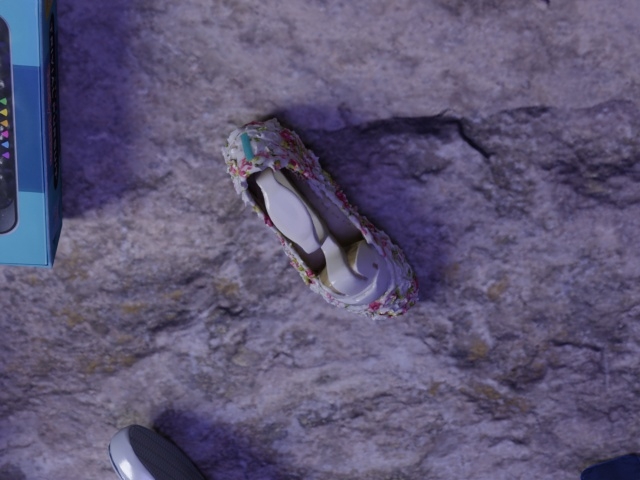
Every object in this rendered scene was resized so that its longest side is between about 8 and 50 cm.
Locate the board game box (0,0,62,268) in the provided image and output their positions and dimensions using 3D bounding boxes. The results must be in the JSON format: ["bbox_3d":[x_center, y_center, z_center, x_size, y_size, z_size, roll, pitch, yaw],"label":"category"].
[{"bbox_3d":[-0.378,-0.111,1.063,0.336,0.079,0.254,3,120,-4],"label":"board game box"}]

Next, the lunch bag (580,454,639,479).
[{"bbox_3d":[0.297,0.266,1.305,0.067,0.098,0.065,-17,123,1],"label":"lunch bag"}]

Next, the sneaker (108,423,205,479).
[{"bbox_3d":[-0.138,0.285,1.300,0.091,0.094,0.258,-30,118,9],"label":"sneaker"}]

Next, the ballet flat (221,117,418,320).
[{"bbox_3d":[0.000,0.000,1.147,0.091,0.077,0.241,-36,116,17],"label":"ballet flat"}]
